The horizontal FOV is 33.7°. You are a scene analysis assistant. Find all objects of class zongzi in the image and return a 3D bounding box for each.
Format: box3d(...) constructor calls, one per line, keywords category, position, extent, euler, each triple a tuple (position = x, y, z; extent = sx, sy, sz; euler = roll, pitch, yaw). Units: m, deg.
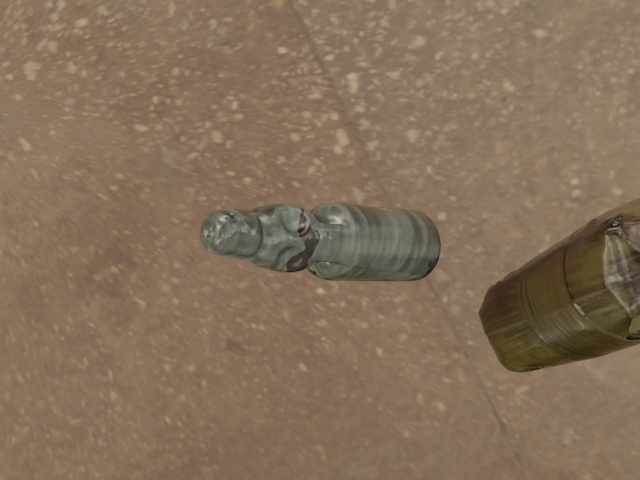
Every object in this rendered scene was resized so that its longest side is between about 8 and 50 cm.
box3d(category="zongzi", position=(0.348, 0.025, 1.165), extent=(0.300, 0.286, 0.138), euler=(-28, 84, -28))

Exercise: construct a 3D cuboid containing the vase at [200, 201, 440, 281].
box3d(category="vase", position=(0.000, 0.000, 0.787), extent=(0.211, 0.060, 0.060), euler=(4, 96, -41))
